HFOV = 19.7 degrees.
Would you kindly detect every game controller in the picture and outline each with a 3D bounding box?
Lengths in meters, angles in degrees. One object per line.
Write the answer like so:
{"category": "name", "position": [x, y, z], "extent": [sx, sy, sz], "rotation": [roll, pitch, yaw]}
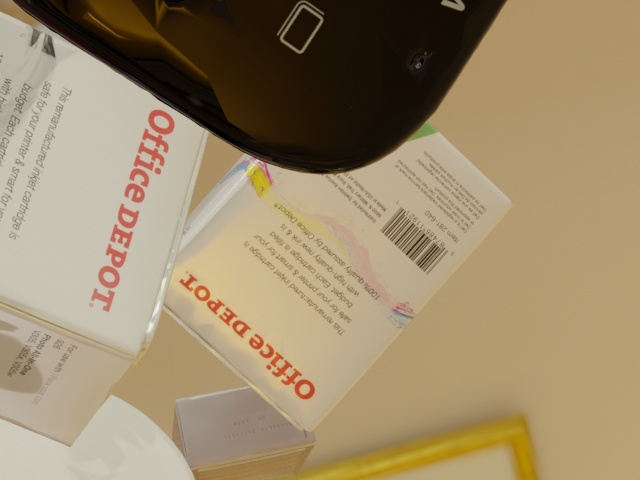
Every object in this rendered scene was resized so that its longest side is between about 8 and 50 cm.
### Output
{"category": "game controller", "position": [0.029, -0.182, 0.576], "extent": [0.166, 0.319, 0.067], "rotation": [32, -1, -3]}

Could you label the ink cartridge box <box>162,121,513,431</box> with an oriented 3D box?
{"category": "ink cartridge box", "position": [0.000, 0.000, 1.654], "extent": [0.201, 0.278, 0.117], "rotation": [43, -3, -10]}

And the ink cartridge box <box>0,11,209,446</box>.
{"category": "ink cartridge box", "position": [-0.232, -0.033, 1.097], "extent": [0.121, 0.289, 0.211], "rotation": [-52, -161, 46]}

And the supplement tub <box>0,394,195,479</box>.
{"category": "supplement tub", "position": [-0.253, 0.286, 1.509], "extent": [0.316, 0.228, 0.228], "rotation": [-53, -139, 33]}

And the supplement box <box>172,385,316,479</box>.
{"category": "supplement box", "position": [-0.081, 0.202, 1.874], "extent": [0.239, 0.130, 0.073], "rotation": [110, -32, -73]}
